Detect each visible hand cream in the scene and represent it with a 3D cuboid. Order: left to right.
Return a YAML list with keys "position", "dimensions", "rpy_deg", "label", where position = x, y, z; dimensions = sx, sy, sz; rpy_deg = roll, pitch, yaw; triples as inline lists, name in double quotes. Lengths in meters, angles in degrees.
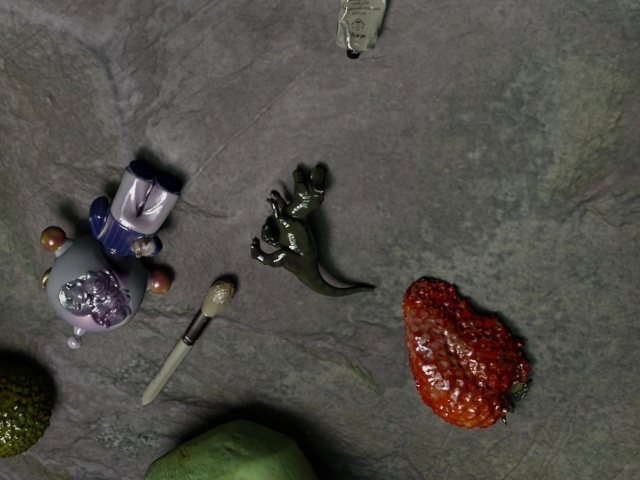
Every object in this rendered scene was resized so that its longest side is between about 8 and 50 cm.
- position: [0.058, -0.347, 1.680]
  dimensions: [0.075, 0.052, 0.247]
  rpy_deg: [1, 116, -13]
  label: "hand cream"

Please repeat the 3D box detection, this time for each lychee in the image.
- position: [-0.499, 0.268, 2.100]
  dimensions: [0.171, 0.171, 0.171]
  rpy_deg: [6, 121, 11]
  label: "lychee"

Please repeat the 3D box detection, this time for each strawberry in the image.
- position: [0.191, 0.183, 1.910]
  dimensions: [0.236, 0.106, 0.175]
  rpy_deg: [32, 121, -5]
  label: "strawberry"

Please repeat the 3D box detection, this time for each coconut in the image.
- position: [-0.125, 0.448, 2.043]
  dimensions: [0.329, 0.281, 0.328]
  rpy_deg: [0, 85, 2]
  label: "coconut"

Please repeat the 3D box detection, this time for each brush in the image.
- position: [-0.205, 0.160, 2.043]
  dimensions: [0.039, 0.042, 0.299]
  rpy_deg: [31, 126, -6]
  label: "brush"

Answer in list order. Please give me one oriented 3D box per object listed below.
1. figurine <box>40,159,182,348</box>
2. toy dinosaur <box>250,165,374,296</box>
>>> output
- position: [-0.288, 0.023, 1.934]
  dimensions: [0.274, 0.133, 0.194]
  rpy_deg: [-37, 117, 15]
  label: "figurine"
- position: [0.000, 0.000, 1.865]
  dimensions: [0.179, 0.087, 0.187]
  rpy_deg: [17, 123, 6]
  label: "toy dinosaur"
